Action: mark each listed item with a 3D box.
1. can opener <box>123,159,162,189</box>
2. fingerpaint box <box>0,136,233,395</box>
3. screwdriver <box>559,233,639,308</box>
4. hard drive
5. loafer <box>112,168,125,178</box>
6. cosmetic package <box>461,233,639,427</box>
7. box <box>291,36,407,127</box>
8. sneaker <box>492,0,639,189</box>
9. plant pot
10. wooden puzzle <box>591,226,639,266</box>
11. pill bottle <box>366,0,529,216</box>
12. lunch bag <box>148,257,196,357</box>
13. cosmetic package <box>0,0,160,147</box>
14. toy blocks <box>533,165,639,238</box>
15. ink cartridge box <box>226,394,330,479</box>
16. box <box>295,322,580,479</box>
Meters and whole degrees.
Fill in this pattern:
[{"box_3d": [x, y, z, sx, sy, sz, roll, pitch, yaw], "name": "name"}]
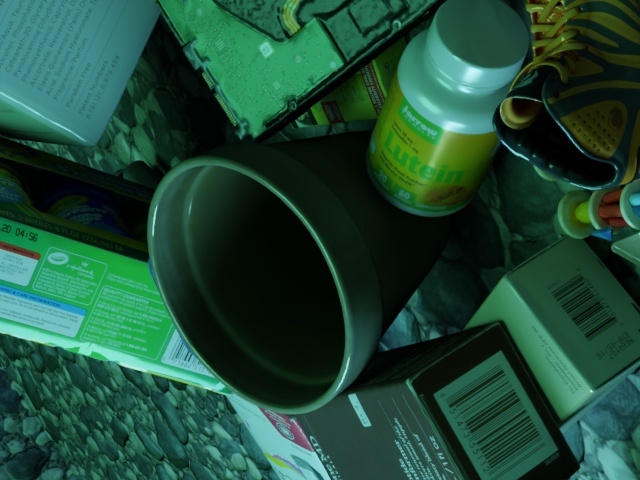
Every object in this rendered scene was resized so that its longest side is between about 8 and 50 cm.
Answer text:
[{"box_3d": [-0.226, -0.014, 2.338, 0.280, 0.093, 0.074, 48, 165, 20], "name": "can opener"}, {"box_3d": [-0.334, 0.015, 2.046, 0.163, 0.445, 0.371, -64, 27, 13], "name": "fingerpaint box"}, {"box_3d": [0.316, 0.047, 1.587, 0.170, 0.024, 0.025, 48, 179, 25], "name": "screwdriver"}, {"box_3d": [-0.026, -0.287, 1.657, 0.339, 0.064, 0.237, -35, 86, 37], "name": "hard drive"}, {"box_3d": [-0.278, 0.013, 2.438, 0.302, 0.109, 0.095, 53, 147, 19], "name": "loafer"}, {"box_3d": [0.247, 0.135, 1.659, 0.160, 0.113, 0.309, 53, 155, 15], "name": "cosmetic package"}, {"box_3d": [0.032, -0.190, 1.786, 0.232, 0.058, 0.087, 2, 116, 57], "name": "box"}, {"box_3d": [0.223, -0.195, 1.341, 0.321, 0.180, 0.124, 61, 152, -2], "name": "sneaker"}, {"box_3d": [0.000, 0.000, 1.748, 0.323, 0.280, 0.323, 24, 130, 33], "name": "plant pot"}, {"box_3d": [0.339, 0.012, 1.476, 0.116, 0.014, 0.078, 30, 160, -14], "name": "wooden puzzle"}, {"box_3d": [0.139, -0.146, 1.569, 0.136, 0.136, 0.245, 49, 150, 19], "name": "pill bottle"}, {"box_3d": [-0.104, 0.040, 1.900, 0.090, 0.219, 0.176, -21, 100, 56], "name": "lunch bag"}, {"box_3d": [-0.459, -0.360, 1.972, 0.394, 0.327, 0.329, 31, 169, -34], "name": "cosmetic package"}, {"box_3d": [0.293, -0.065, 1.484, 0.148, 0.054, 0.123, -11, 107, 61], "name": "toy blocks"}, {"box_3d": [0.003, 0.285, 2.132, 0.226, 0.131, 0.306, 21, 146, 51], "name": "ink cartridge box"}, {"box_3d": [0.119, 0.226, 1.710, 0.191, 0.143, 0.381, 60, 159, 0], "name": "box"}]
